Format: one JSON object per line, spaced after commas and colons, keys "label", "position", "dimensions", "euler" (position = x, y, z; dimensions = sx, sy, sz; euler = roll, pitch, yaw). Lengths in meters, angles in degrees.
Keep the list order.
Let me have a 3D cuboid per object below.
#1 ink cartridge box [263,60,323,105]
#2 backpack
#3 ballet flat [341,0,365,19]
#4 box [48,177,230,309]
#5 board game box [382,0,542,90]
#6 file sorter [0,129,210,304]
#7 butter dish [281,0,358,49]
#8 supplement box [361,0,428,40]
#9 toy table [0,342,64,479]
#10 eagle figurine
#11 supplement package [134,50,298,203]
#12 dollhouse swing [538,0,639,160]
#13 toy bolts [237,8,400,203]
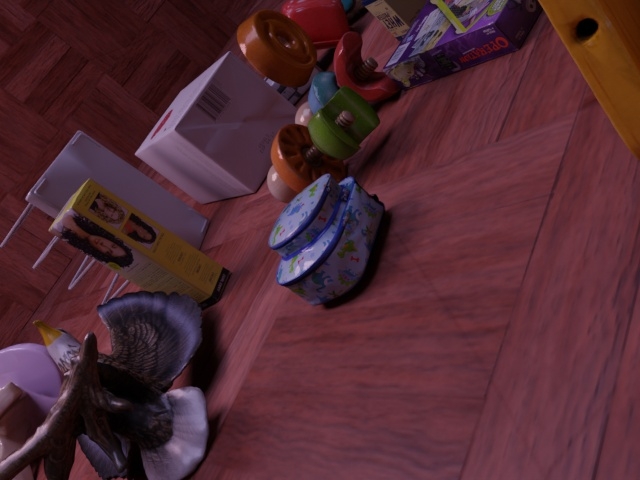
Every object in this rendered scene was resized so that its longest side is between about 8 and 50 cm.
{"label": "ink cartridge box", "position": [-0.071, -0.312, 1.265], "dimensions": [0.150, 0.063, 0.109], "euler": [-45, 23, 15]}
{"label": "backpack", "position": [0.000, 0.000, 0.626], "dimensions": [0.105, 0.084, 0.114], "euler": [-33, 31, 43]}
{"label": "ballet flat", "position": [0.027, -0.475, 1.334], "dimensions": [0.077, 0.091, 0.241], "euler": [-29, 13, -34]}
{"label": "box", "position": [-0.246, 0.016, 0.876], "dimensions": [0.087, 0.232, 0.058], "euler": [-31, 33, 44]}
{"label": "board game box", "position": [0.227, -0.346, 0.771], "dimensions": [0.346, 0.056, 0.208], "euler": [-58, 19, -15]}
{"label": "file sorter", "position": [-0.374, -0.009, 1.107], "dimensions": [0.173, 0.278, 0.192], "euler": [-40, 25, 31]}
{"label": "butter dish", "position": [-0.015, -0.428, 1.196], "dimensions": [0.160, 0.118, 0.160], "euler": [-8, 28, -3]}
{"label": "supplement box", "position": [0.123, -0.357, 0.934], "dimensions": [0.083, 0.083, 0.056], "euler": [-55, 22, -7]}
{"label": "toy table", "position": [-0.561, 0.312, 1.067], "dimensions": [0.274, 0.252, 0.161], "euler": [-58, 4, 10]}
{"label": "eagle figurine", "position": [-0.241, 0.166, 0.739], "dimensions": [0.227, 0.225, 0.298], "euler": [-16, -6, -4]}
{"label": "supplement package", "position": [-0.199, -0.194, 1.183], "dimensions": [0.177, 0.175, 0.293], "euler": [-60, 23, -17]}
{"label": "dollhouse swing", "position": [0.220, -0.171, 0.225], "dimensions": [0.347, 0.315, 0.305], "euler": [-26, 13, 46]}
{"label": "toy bolts", "position": [-0.024, -0.175, 0.820], "dimensions": [0.158, 0.218, 0.228], "euler": [-41, 6, 40]}
